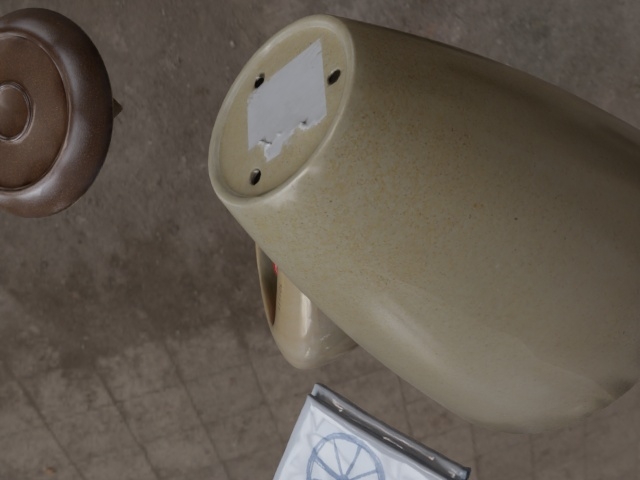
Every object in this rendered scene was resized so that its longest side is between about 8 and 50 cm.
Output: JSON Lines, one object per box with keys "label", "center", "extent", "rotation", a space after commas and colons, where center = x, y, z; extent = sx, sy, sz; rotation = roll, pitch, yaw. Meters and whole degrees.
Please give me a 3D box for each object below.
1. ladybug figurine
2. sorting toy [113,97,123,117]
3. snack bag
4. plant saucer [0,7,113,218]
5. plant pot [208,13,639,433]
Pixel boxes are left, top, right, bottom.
{"label": "ladybug figurine", "center": [0.000, 0.000, 1.254], "extent": [0.162, 0.449, 0.305], "rotation": [-2, 117, -10]}
{"label": "sorting toy", "center": [-0.362, -0.219, 1.405], "extent": [0.083, 0.062, 0.012], "rotation": [46, 147, -14]}
{"label": "snack bag", "center": [0.077, 0.353, 0.854], "extent": [0.037, 0.343, 0.322], "rotation": [-8, 122, -63]}
{"label": "plant saucer", "center": [-0.440, -0.186, 1.298], "extent": [0.310, 0.310, 0.050], "rotation": [-46, 164, 22]}
{"label": "plant pot", "center": [0.070, -0.029, 0.601], "extent": [0.274, 0.256, 0.256], "rotation": [28, 117, -37]}
